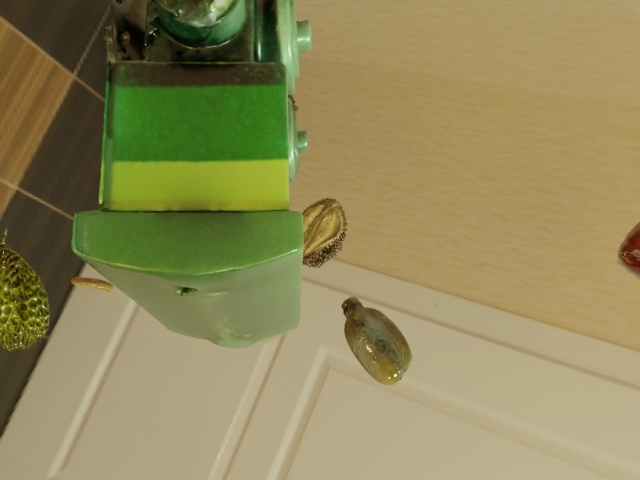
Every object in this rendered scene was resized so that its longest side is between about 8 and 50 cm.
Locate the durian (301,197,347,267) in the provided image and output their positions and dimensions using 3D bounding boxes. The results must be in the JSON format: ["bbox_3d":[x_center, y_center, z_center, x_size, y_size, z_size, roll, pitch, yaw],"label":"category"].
[{"bbox_3d":[0.002,0.001,1.157,0.071,0.110,0.140,39,76,-36],"label":"durian"}]

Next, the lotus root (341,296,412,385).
[{"bbox_3d":[0.106,0.196,1.358,0.088,0.192,0.113,-43,171,39],"label":"lotus root"}]

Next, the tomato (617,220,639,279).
[{"bbox_3d":[0.443,0.023,0.699,0.200,0.233,0.139,29,95,-43],"label":"tomato"}]

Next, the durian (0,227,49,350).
[{"bbox_3d":[-0.466,0.084,1.026,0.086,0.100,0.215,-13,119,-35],"label":"durian"}]

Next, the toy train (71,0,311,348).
[{"bbox_3d":[-0.066,-0.042,0.456,0.301,0.120,0.202,99,-9,-74],"label":"toy train"}]

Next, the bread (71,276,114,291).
[{"bbox_3d":[-0.581,0.111,1.737,0.110,0.110,0.024,14,85,-61],"label":"bread"}]
